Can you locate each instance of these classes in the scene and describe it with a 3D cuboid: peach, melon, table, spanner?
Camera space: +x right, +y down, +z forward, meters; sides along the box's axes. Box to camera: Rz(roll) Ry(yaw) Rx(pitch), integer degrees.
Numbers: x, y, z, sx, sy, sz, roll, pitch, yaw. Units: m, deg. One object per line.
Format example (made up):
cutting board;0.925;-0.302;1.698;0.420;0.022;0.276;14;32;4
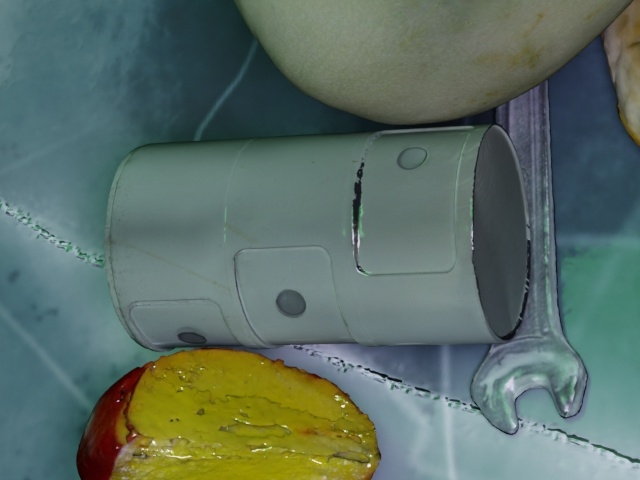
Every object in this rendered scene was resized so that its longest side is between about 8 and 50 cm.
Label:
peach;-0.055;0.118;1.114;0.172;0.127;0.092;-15;38;0
melon;0.076;-0.210;1.059;0.272;0.272;0.308;20;122;22
table;0.000;0.000;1.121;0.220;0.126;0.126;-3;73;20
spanner;0.120;-0.033;1.162;0.071;0.017;0.302;-7;72;19

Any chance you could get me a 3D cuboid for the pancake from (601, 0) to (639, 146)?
pancake;0.330;-0.183;1.105;0.387;0.082;0.386;-8;66;19
